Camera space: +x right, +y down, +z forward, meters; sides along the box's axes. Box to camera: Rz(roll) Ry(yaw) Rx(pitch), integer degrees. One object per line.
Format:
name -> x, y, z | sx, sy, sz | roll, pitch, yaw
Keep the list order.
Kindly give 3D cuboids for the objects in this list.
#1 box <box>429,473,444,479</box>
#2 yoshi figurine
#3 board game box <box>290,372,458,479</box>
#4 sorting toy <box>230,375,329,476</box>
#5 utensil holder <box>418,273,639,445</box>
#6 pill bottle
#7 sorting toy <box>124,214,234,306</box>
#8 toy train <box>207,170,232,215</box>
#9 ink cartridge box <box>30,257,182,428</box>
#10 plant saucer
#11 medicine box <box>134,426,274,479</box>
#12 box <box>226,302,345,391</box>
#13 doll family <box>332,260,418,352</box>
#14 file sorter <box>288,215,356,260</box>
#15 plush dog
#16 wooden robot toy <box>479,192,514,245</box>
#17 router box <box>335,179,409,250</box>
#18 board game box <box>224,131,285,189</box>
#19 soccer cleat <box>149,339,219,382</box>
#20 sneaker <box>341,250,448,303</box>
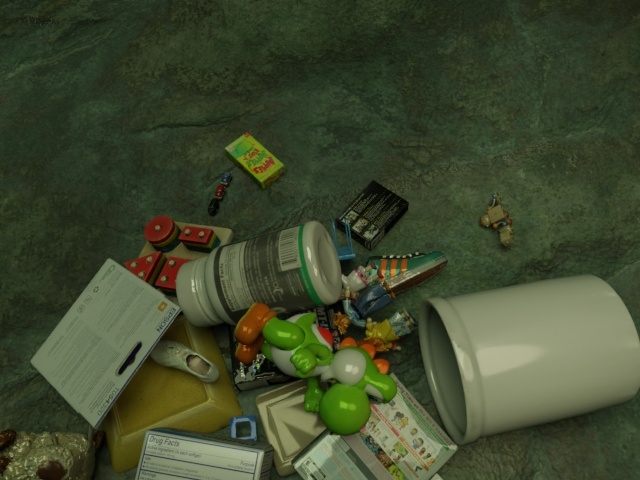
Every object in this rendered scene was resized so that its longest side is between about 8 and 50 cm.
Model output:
box -> 0.244, 0.576, 1.242 | 0.101, 0.102, 0.087 | -40, 63, -18
yoshi figurine -> -0.021, 0.294, 1.248 | 0.363, 0.203, 0.202 | 23, 104, 10
board game box -> 0.120, 0.483, 1.301 | 0.303, 0.097, 0.224 | -39, 80, -15
sorting toy -> -0.042, 0.440, 1.392 | 0.348, 0.047, 0.195 | -19, 66, -7
utensil holder -> 0.454, 0.258, 1.307 | 0.386, 0.327, 0.327 | -9, 61, -5
pill bottle -> -0.147, 0.091, 1.392 | 0.362, 0.204, 0.204 | -15, 59, 18
sorting toy -> -0.406, 0.048, 1.576 | 0.256, 0.089, 0.257 | 7, 60, 23
toy train -> -0.303, -0.148, 1.741 | 0.027, 0.036, 0.158 | 13, 62, 11
ink cartridge box -> -0.512, 0.242, 1.408 | 0.330, 0.071, 0.324 | 26, 75, 35
plant saucer -> -0.406, 0.352, 1.445 | 0.333, 0.081, 0.332 | -22, 62, -8
medicine box -> -0.259, 0.571, 1.243 | 0.264, 0.149, 0.289 | 7, 73, 8
box -> -0.093, 0.216, 1.504 | 0.294, 0.073, 0.295 | -11, 59, -3
doll family -> 0.122, 0.187, 1.421 | 0.163, 0.118, 0.262 | -35, 99, 7
file sorter -> 0.000, 0.000, 1.571 | 0.171, 0.118, 0.104 | -8, 101, -1
plush dog -> -0.637, 0.500, 1.314 | 0.226, 0.262, 0.210 | 8, 33, 0
wooden robot toy -> 0.491, -0.053, 1.634 | 0.079, 0.076, 0.173 | -27, 56, 29
router box -> 0.149, -0.075, 1.666 | 0.133, 0.046, 0.179 | 36, 69, 22
board game box -> -0.203, -0.248, 1.787 | 0.092, 0.043, 0.181 | -39, 65, -17
soccer cleat -> -0.330, 0.282, 1.389 | 0.197, 0.076, 0.068 | 21, 64, 15
sneaker -> 0.186, 0.079, 1.542 | 0.303, 0.108, 0.121 | -22, 66, -7
